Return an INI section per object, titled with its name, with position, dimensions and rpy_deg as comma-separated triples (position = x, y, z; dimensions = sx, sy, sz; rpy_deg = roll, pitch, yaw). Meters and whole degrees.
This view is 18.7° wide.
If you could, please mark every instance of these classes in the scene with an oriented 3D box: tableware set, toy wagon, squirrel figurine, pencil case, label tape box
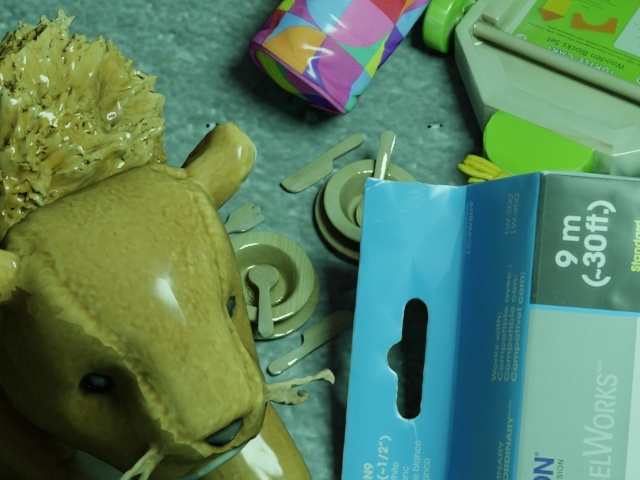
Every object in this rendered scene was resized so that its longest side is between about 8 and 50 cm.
[tableware set]
position = 0.000, 0.000, 1.403
dimensions = 0.194, 0.039, 0.128
rpy_deg = -34, 68, -25
[toy wagon]
position = 0.212, -0.136, 1.480
dimensions = 0.267, 0.068, 0.344
rpy_deg = 25, 58, 22
[squirrel figurine]
position = -0.157, 0.053, 1.154
dimensions = 0.281, 0.370, 0.397
rpy_deg = -22, 63, -19
[pencil case]
position = 0.049, -0.203, 1.458
dimensions = 0.104, 0.104, 0.236
rpy_deg = 37, 85, 15
[label tape box]
position = 0.190, 0.088, 1.256
dimensions = 0.347, 0.115, 0.249
rpy_deg = 5, 85, 3
